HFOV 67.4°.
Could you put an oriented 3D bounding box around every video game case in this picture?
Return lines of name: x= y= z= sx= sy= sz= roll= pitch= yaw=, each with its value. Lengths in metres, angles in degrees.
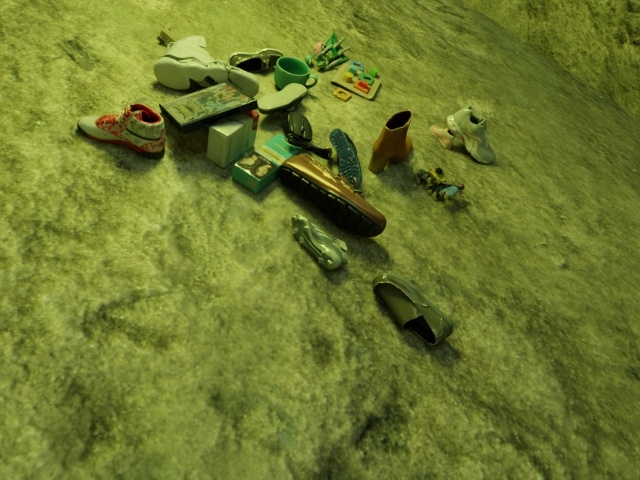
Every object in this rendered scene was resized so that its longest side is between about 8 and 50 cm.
video game case: x=-0.363 y=-0.429 z=1.532 sx=0.248 sy=0.035 sz=0.275 roll=-25 pitch=37 yaw=-19

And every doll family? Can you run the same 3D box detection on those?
doll family: x=0.429 y=-0.206 z=1.713 sx=0.111 sy=0.076 sz=0.193 roll=-21 pitch=65 yaw=-38

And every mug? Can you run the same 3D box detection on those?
mug: x=-0.106 y=-0.629 z=1.869 sx=0.157 sy=0.097 sz=0.129 roll=43 pitch=49 yaw=17

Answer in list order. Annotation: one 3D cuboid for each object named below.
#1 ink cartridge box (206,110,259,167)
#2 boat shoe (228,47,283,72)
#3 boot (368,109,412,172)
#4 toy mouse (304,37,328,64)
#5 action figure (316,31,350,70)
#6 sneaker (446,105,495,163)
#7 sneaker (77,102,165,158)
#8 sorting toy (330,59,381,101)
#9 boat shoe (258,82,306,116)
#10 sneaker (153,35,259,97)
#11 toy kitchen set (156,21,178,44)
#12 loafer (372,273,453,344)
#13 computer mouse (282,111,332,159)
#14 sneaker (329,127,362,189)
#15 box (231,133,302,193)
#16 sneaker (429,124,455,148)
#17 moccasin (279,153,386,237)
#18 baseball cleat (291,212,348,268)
ink cartridge box: x=-0.277 y=-0.331 z=1.523 sx=0.072 sy=0.128 sz=0.175 roll=31 pitch=47 yaw=10
boat shoe: x=-0.246 y=-0.704 z=1.901 sx=0.227 sy=0.081 sz=0.069 roll=-14 pitch=59 yaw=-21
boot: x=0.285 y=-0.375 z=1.709 sx=0.104 sy=0.211 sz=0.295 roll=37 pitch=48 yaw=13
toy mouse: x=-0.028 y=-0.794 z=2.029 sx=0.031 sy=0.161 sz=0.143 roll=39 pitch=60 yaw=-18
action figure: x=0.048 y=-0.810 z=2.095 sx=0.137 sy=0.063 sz=0.232 roll=52 pitch=52 yaw=-19
sneaker: x=0.621 y=-0.415 z=1.891 sx=0.262 sy=0.121 sz=0.099 roll=40 pitch=43 yaw=-17
sneaker: x=-0.586 y=-0.351 z=1.417 sx=0.269 sy=0.145 sz=0.090 roll=20 pitch=46 yaw=-2
sorting toy: x=0.157 y=-0.693 z=2.055 sx=0.195 sy=0.047 sz=0.348 roll=24 pitch=47 yaw=1
boat shoe: x=-0.143 y=-0.502 z=1.756 sx=0.095 sy=0.079 sz=0.254 roll=29 pitch=44 yaw=12
sneaker: x=-0.396 y=-0.630 z=1.735 sx=0.365 sy=0.137 sz=0.210 roll=8 pitch=51 yaw=-9
toy kitchen set: x=-0.592 y=-0.793 z=1.880 sx=0.075 sy=0.068 sz=0.083 roll=38 pitch=41 yaw=-24
loafer: x=0.238 y=0.184 z=1.281 sx=0.251 sy=0.094 sz=0.087 roll=36 pitch=44 yaw=12
computer mouse: x=-0.036 y=-0.372 z=1.657 sx=0.183 sy=0.060 sz=0.262 roll=22 pitch=28 yaw=-19
sneaker: x=0.100 y=-0.273 z=1.645 sx=0.090 sy=0.081 sz=0.233 roll=19 pitch=52 yaw=-59
box: x=-0.168 y=-0.250 z=1.538 sx=0.100 sy=0.060 sz=0.244 roll=33 pitch=47 yaw=10
sneaker: x=0.497 y=-0.438 z=1.940 sx=0.050 sy=0.070 sz=0.134 roll=-12 pitch=54 yaw=-26
moccasin: x=0.050 y=-0.147 z=1.487 sx=0.380 sy=0.139 sz=0.147 roll=34 pitch=56 yaw=23
baseball cleat: x=0.000 y=0.000 z=1.387 sx=0.109 sy=0.072 sz=0.206 roll=-13 pitch=60 yaw=-46
